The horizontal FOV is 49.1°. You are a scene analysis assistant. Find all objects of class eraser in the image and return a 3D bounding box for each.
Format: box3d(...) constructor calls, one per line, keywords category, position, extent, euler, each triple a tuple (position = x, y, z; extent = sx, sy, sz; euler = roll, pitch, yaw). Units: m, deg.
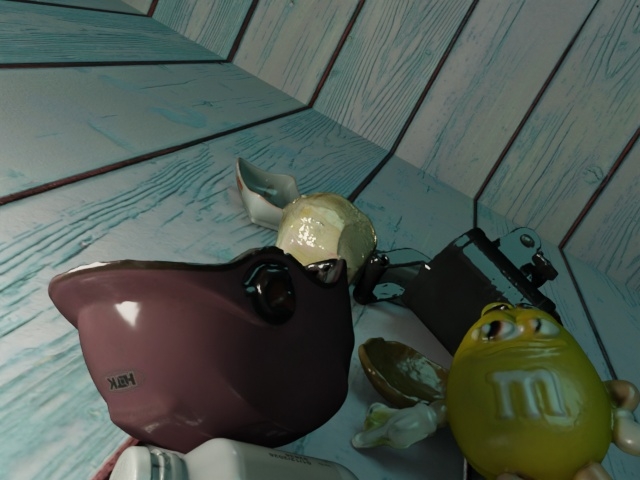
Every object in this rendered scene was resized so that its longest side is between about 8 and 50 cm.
box3d(category="eraser", position=(0.215, 0.101, 1.471), extent=(0.351, 0.089, 0.061), euler=(19, 23, -23))

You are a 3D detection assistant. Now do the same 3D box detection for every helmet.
box3d(category="helmet", position=(-0.105, 0.127, 0.733), extent=(0.338, 0.271, 0.197), euler=(5, 73, -53))

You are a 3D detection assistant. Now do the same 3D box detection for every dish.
box3d(category="dish", position=(-0.111, -0.089, 1.517), extent=(0.151, 0.077, 0.212), euler=(17, 22, -26))

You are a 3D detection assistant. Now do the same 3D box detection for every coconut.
box3d(category="coconut", position=(0.002, -0.002, 1.305), extent=(0.194, 0.194, 0.194), euler=(25, 19, -9))

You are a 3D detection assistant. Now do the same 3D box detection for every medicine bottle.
box3d(category="medicine bottle", position=(-0.075, 0.246, 0.612), extent=(0.215, 0.135, 0.135), euler=(19, 21, -24))

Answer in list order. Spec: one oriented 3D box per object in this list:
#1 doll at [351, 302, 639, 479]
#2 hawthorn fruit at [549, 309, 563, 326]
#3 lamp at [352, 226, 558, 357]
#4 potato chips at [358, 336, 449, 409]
box3d(category="doll", position=(0.253, 0.254, 0.889), extent=(0.348, 0.161, 0.423), euler=(-27, 40, -20))
box3d(category="hawthorn fruit", position=(0.420, 0.211, 1.434), extent=(0.171, 0.148, 0.148), euler=(0, 22, -1))
box3d(category="lamp", position=(0.287, 0.127, 1.298), extent=(0.374, 0.205, 0.272), euler=(-15, 64, -18))
box3d(category="potato chips", position=(0.143, 0.227, 1.085), extent=(0.208, 0.062, 0.195), euler=(17, 19, -28))
